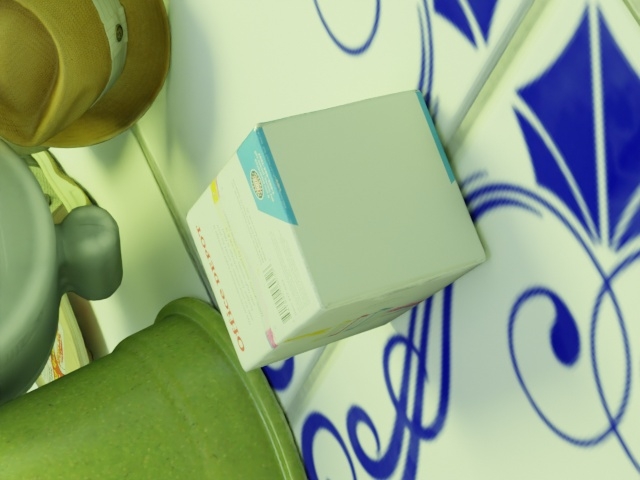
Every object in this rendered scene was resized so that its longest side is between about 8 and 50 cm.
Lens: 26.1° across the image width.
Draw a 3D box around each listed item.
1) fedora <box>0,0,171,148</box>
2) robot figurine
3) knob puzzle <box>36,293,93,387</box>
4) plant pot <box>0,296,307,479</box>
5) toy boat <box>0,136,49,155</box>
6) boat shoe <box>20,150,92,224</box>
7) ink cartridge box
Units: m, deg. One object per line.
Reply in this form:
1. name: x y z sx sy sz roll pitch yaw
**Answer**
1. fedora: -0.193 -0.127 0.902 0.079 0.194 0.194 -76 -5 -50
2. robot figurine: -0.292 0.033 1.001 0.353 0.300 0.200 118 143 -71
3. knob puzzle: -0.240 0.107 1.314 0.213 0.030 0.213 41 138 50
4. plant pot: -0.172 0.206 0.972 0.276 0.254 0.276 43 142 48
5. toy boat: -0.266 -0.238 1.063 0.318 0.148 0.267 55 155 19
6. boat shoe: -0.264 -0.032 1.228 0.223 0.073 0.080 32 130 53
7. ink cartridge box: 0.000 0.000 0.689 0.092 0.090 0.143 70 155 10
